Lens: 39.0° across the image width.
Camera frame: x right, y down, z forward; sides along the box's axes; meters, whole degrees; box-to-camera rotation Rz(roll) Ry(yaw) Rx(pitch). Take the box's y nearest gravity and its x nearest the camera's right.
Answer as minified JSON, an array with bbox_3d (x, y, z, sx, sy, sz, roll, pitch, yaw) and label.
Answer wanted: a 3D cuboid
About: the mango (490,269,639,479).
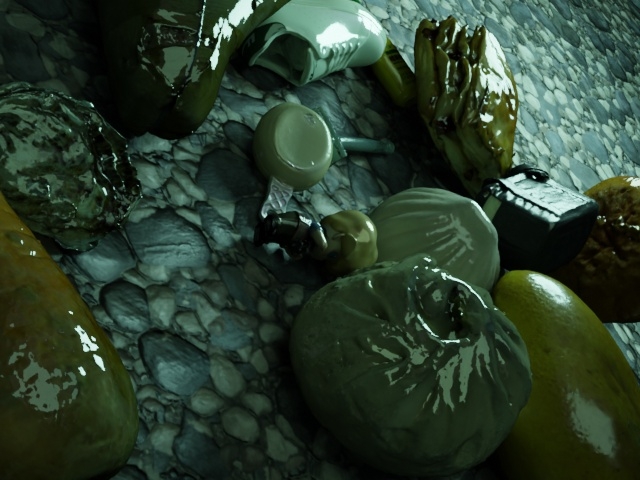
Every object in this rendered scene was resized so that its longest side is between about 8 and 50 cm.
[{"bbox_3d":[0.383,0.253,1.463,0.302,0.220,0.444,0,59,-36],"label":"mango"}]

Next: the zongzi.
[{"bbox_3d":[-0.155,-0.310,1.397,0.393,0.174,0.355,3,60,-32],"label":"zongzi"}]

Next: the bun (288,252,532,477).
[{"bbox_3d":[0.145,0.162,1.284,0.360,0.211,0.359,18,48,-22],"label":"bun"}]

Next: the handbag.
[{"bbox_3d":[0.392,-0.031,1.722,0.181,0.181,0.254,34,35,29],"label":"handbag"}]

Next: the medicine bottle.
[{"bbox_3d":[0.117,-0.390,1.853,0.260,0.064,0.095,57,33,10],"label":"medicine bottle"}]

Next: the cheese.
[{"bbox_3d":[-0.055,-0.118,1.454,0.137,0.064,0.227,26,57,-17],"label":"cheese"}]

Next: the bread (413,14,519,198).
[{"bbox_3d":[0.307,-0.282,1.816,0.277,0.167,0.324,48,31,-42],"label":"bread"}]

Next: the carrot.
[{"bbox_3d":[-0.328,0.104,0.874,0.224,0.224,0.340,-15,67,-50],"label":"carrot"}]

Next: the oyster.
[{"bbox_3d":[-0.352,-0.099,1.125,0.268,0.112,0.198,43,59,-22],"label":"oyster"}]

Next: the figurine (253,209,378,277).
[{"bbox_3d":[0.000,0.000,1.384,0.196,0.114,0.108,6,56,-33],"label":"figurine"}]

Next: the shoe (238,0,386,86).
[{"bbox_3d":[-0.006,-0.352,1.649,0.363,0.132,0.160,5,56,-38],"label":"shoe"}]

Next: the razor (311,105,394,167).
[{"bbox_3d":[0.061,-0.171,1.631,0.232,0.068,0.106,0,61,-53],"label":"razor"}]

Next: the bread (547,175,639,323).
[{"bbox_3d":[0.608,0.027,1.808,0.172,0.312,0.312,29,42,-41],"label":"bread"}]

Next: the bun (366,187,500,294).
[{"bbox_3d":[0.222,0.004,1.547,0.263,0.175,0.263,27,45,-30],"label":"bun"}]
